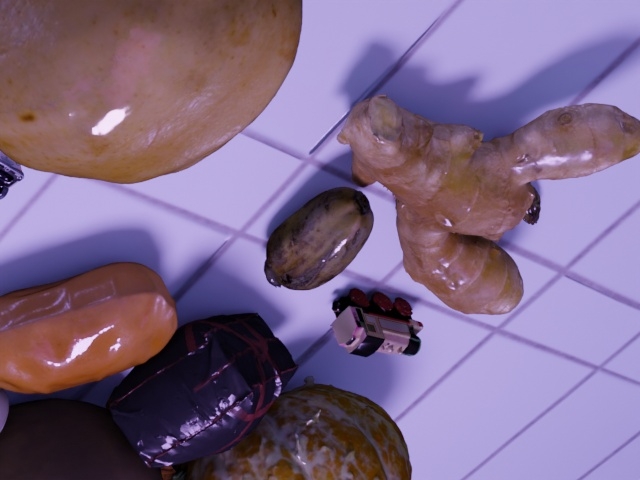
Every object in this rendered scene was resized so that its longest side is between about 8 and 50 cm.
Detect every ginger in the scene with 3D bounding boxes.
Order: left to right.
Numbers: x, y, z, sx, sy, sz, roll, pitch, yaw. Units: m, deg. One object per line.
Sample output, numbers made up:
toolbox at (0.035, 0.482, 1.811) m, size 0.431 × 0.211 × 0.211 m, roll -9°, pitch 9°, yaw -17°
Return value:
ginger at (0.146, -0.053, 1.587) m, size 0.348 × 0.122 × 0.363 m, roll 12°, pitch 144°, yaw -20°

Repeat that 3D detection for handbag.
handbag at (-0.133, 0.173, 1.637) m, size 0.169 × 0.155 × 0.215 m, roll -40°, pitch 174°, yaw 14°

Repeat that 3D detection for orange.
orange at (-0.036, 0.333, 1.803) m, size 0.329 × 0.249 × 0.329 m, roll -30°, pitch 174°, yaw -4°

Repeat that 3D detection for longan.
longan at (-0.327, 0.326, 1.636) m, size 0.297 × 0.297 × 0.297 m, roll -14°, pitch 140°, yaw -12°

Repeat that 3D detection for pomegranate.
pomegranate at (-0.167, -0.211, 1.070) m, size 0.332 × 0.332 × 0.332 m, roll -14°, pitch 140°, yaw -12°

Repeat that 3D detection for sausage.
sausage at (-0.281, 0.100, 1.534) m, size 0.241 × 0.120 × 0.136 m, roll -18°, pitch 142°, yaw -6°

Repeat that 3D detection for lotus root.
lotus root at (0.000, 0.000, 1.583) m, size 0.179 × 0.089 × 0.080 m, roll -40°, pitch -179°, yaw 35°

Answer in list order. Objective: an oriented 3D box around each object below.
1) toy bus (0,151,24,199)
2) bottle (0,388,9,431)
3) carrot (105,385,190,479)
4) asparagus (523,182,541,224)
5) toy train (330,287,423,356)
toy bus at (-0.350, -0.063, 1.364) m, size 0.102 × 0.058 × 0.052 m, roll -33°, pitch 141°, yaw 20°
bottle at (-0.458, 0.148, 1.504) m, size 0.110 × 0.110 × 0.233 m, roll -32°, pitch 131°, yaw 10°
carrot at (-0.225, 0.265, 1.805) m, size 0.069 × 0.069 × 0.229 m, roll -23°, pitch 141°, yaw 0°
asparagus at (0.249, -0.069, 1.678) m, size 0.036 × 0.030 × 0.165 m, roll -36°, pitch 141°, yaw -5°
toy train at (0.076, 0.112, 1.755) m, size 0.138 × 0.087 × 0.050 m, roll 14°, pitch 131°, yaw -37°
